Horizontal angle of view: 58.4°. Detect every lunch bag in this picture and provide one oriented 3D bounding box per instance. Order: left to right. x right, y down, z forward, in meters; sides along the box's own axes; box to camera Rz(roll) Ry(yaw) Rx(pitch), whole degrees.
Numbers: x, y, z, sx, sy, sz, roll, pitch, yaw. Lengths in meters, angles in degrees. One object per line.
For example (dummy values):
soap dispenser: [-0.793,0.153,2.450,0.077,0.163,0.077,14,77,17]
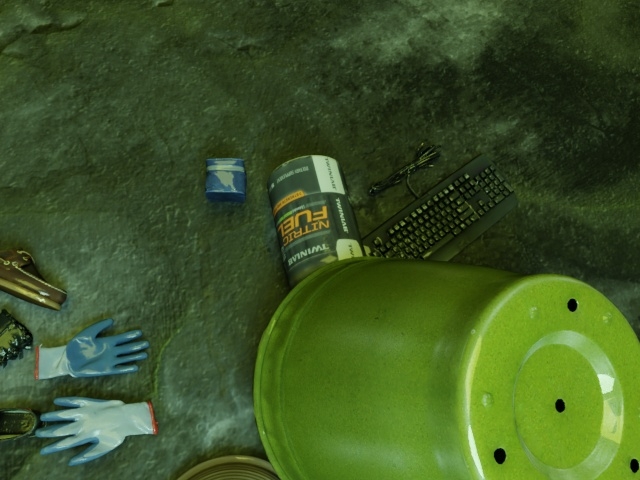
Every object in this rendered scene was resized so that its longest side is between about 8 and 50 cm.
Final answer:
lunch bag: [-0.156,-0.102,0.951,0.067,0.098,0.065,2,83,-8]

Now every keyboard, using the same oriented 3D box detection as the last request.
keyboard: [0.189,-0.065,1.012,0.317,0.033,0.202,-35,74,-21]

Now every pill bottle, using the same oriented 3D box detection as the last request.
pill bottle: [0.000,0.000,0.903,0.130,0.130,0.246,-10,67,-11]

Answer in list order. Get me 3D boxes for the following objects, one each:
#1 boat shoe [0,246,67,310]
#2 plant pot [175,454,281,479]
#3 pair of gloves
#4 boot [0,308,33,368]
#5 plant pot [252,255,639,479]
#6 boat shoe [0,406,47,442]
boat shoe: [-0.470,0.040,0.856,0.206,0.073,0.073,22,66,3]
plant pot: [-0.113,0.393,0.719,0.237,0.110,0.238,3,66,-6]
pair of gloves: [-0.318,0.207,0.810,0.159,0.023,0.198,-4,64,-26]
boot: [-0.487,0.140,0.824,0.121,0.045,0.099,41,69,4]
plant pot: [0.152,0.174,0.656,0.366,0.353,0.367,5,78,-24]
boat shoe: [-0.448,0.252,0.780,0.132,0.042,0.049,-3,68,-7]
